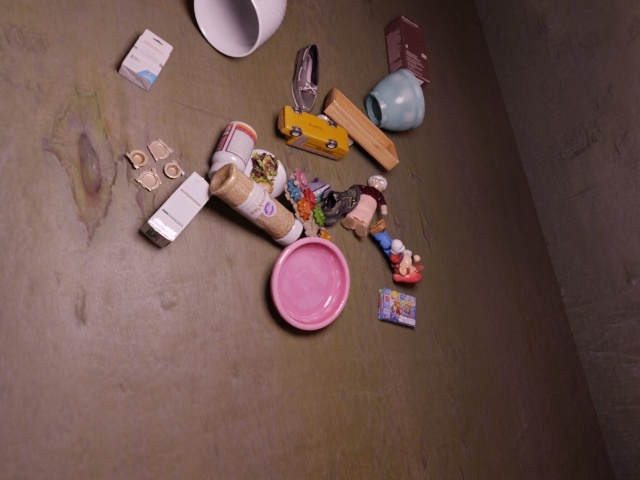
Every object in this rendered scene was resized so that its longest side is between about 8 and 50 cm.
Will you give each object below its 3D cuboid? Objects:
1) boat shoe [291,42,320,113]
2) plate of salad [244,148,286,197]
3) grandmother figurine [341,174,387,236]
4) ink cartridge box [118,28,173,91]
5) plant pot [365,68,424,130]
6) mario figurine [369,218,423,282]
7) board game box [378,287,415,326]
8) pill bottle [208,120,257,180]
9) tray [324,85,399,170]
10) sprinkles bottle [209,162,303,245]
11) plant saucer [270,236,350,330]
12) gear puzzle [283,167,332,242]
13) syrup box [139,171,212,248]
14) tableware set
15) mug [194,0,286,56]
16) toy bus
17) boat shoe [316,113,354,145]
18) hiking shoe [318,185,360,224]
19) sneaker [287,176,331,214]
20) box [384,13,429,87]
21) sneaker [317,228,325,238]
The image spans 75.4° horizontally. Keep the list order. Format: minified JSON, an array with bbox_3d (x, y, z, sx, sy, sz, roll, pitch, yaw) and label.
[{"bbox_3d":[-0.055,-0.718,1.817,0.112,0.095,0.336,14,67,-34],"label":"boat shoe"},{"bbox_3d":[-0.209,-0.258,1.575,0.199,0.048,0.200,13,67,-33],"label":"plate of salad"},{"bbox_3d":[0.206,-0.177,1.840,0.207,0.104,0.342,37,52,-5],"label":"grandmother figurine"},{"bbox_3d":[-0.584,-0.606,1.393,0.104,0.060,0.180,30,59,-26],"label":"ink cartridge box"},{"bbox_3d":[0.339,-0.657,2.010,0.196,0.293,0.293,-21,88,-13],"label":"plant pot"},{"bbox_3d":[0.360,0.043,1.838,0.321,0.170,0.198,55,49,-7],"label":"mario figurine"},{"bbox_3d":[0.339,0.297,1.820,0.201,0.035,0.136,21,63,-31],"label":"board game box"},{"bbox_3d":[-0.311,-0.301,1.462,0.121,0.121,0.221,30,59,-27],"label":"pill bottle"},{"bbox_3d":[0.189,-0.512,1.907,0.410,0.076,0.203,36,31,-22],"label":"tray"},{"bbox_3d":[-0.211,-0.114,1.419,0.355,0.121,0.121,39,53,-41],"label":"sprinkles bottle"},{"bbox_3d":[-0.043,0.154,1.505,0.331,0.084,0.333,0,89,-34],"label":"plant saucer"},{"bbox_3d":[-0.027,-0.098,1.545,0.339,0.044,0.175,63,28,-24],"label":"gear puzzle"},{"bbox_3d":[-0.448,-0.097,1.305,0.096,0.093,0.237,44,53,-19],"label":"syrup box"},{"bbox_3d":[-0.534,-0.247,1.338,0.168,0.020,0.141,-39,100,-39],"label":"tableware set"},{"bbox_3d":[-0.321,-0.927,1.600,0.373,0.276,0.328,24,50,6],"label":"mug"},{"bbox_3d":[-0.031,-0.440,1.720,0.332,0.130,0.108,10,70,-35],"label":"toy bus"},{"bbox_3d":[0.061,-0.502,1.868,0.206,0.075,0.065,29,28,-25],"label":"boat shoe"},{"bbox_3d":[0.084,-0.166,1.696,0.227,0.086,0.114,-46,141,-24],"label":"hiking shoe"},{"bbox_3d":[-0.064,-0.179,1.662,0.223,0.083,0.098,-33,63,-33],"label":"sneaker"},{"bbox_3d":[0.482,-1.040,2.317,0.191,0.143,0.382,10,68,-35],"label":"box"},{"bbox_3d":[0.000,0.000,1.657,0.057,0.047,0.120,-17,85,-29],"label":"sneaker"}]
